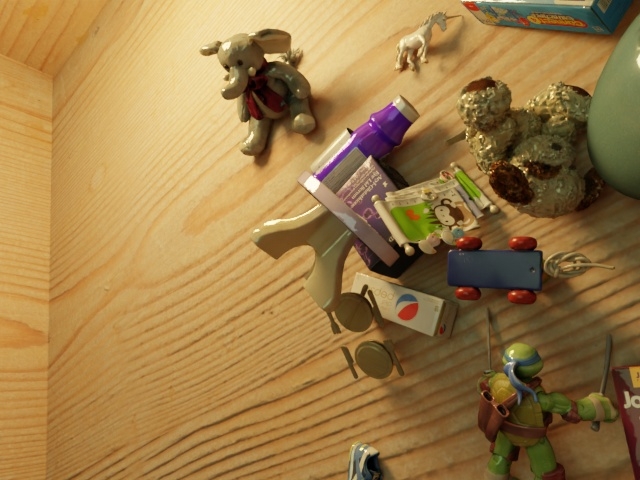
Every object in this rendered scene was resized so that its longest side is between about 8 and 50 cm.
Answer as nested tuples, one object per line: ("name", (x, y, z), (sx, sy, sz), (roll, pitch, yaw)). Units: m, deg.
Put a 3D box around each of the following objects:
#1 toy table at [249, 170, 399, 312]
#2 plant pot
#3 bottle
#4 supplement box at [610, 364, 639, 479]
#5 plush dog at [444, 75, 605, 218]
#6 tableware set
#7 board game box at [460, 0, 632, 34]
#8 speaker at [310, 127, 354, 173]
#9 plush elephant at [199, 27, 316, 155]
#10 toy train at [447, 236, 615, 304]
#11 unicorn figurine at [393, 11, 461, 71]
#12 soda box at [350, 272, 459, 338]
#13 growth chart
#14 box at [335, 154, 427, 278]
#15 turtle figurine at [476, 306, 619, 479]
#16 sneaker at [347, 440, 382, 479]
("toy table", (0.000, 0.000, 0.944), (0.161, 0.252, 0.274), (-46, 38, 3))
("plant pot", (0.492, -0.161, 0.692), (0.195, 0.289, 0.291), (120, 145, -63))
("bottle", (0.098, -0.200, 1.129), (0.283, 0.118, 0.092), (-43, 86, 23))
("supplement box", (0.478, 0.264, 0.683), (0.104, 0.080, 0.188), (-18, 66, 37))
("plush dog", (0.346, -0.131, 0.848), (0.211, 0.262, 0.226), (108, 155, -48))
("tableware set", (0.092, 0.187, 1.016), (0.128, 0.039, 0.194), (-16, 101, 38))
("board game box", (0.451, -0.540, 0.896), (0.308, 0.086, 0.302), (-62, 36, 10))
("speaker", (0.038, -0.210, 1.228), (0.136, 0.055, 0.055), (-44, 53, 24))
("plush elephant", (-0.174, -0.431, 1.342), (0.271, 0.255, 0.331), (-4, 75, 41))
("toy train", (0.349, 0.050, 0.826), (0.247, 0.143, 0.105), (0, 86, 36))
("unicorn figurine", (0.224, -0.445, 1.126), (0.161, 0.060, 0.111), (-1, 77, 41))
("soda box", (0.161, 0.128, 1.012), (0.216, 0.069, 0.074), (16, 88, 42))
("growth chart", (0.217, -0.060, 0.946), (0.172, 0.237, 0.021), (53, 153, 33))
("box", (0.134, -0.049, 1.060), (0.153, 0.108, 0.207), (-48, 51, 20))
("turtle figurine", (0.345, 0.271, 0.787), (0.197, 0.274, 0.267), (3, 100, 20))
("sneaker", (0.087, 0.475, 0.989), (0.059, 0.053, 0.145), (-7, 74, 38))
